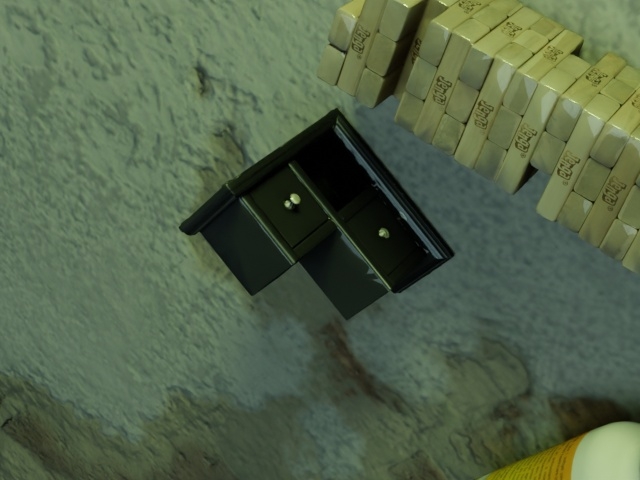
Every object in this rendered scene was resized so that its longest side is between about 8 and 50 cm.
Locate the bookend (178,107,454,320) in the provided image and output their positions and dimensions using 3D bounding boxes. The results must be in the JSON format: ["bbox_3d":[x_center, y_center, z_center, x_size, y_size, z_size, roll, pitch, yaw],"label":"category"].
[{"bbox_3d":[0.000,0.000,0.935,0.156,0.157,0.072,52,134,0],"label":"bookend"}]

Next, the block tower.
[{"bbox_3d":[0.164,-0.080,0.811,0.335,0.097,0.091,32,131,15],"label":"block tower"}]

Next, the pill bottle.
[{"bbox_3d":[0.215,0.222,0.923,0.136,0.136,0.246,53,133,-2],"label":"pill bottle"}]
